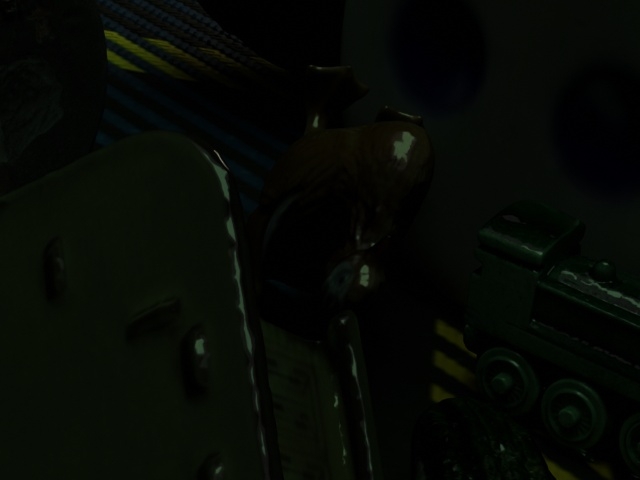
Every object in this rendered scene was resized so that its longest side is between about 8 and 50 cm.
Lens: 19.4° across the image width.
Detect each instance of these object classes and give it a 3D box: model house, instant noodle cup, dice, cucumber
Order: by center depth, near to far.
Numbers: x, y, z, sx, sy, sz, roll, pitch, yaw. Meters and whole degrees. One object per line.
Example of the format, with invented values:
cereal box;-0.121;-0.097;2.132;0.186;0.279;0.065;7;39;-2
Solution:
model house;-0.037;0.114;0.792;0.204;0.218;0.278;-21;-28;27
cucumber;0.079;0.140;0.817;0.077;0.077;0.265;9;23;-2
instant noodle cup;-0.268;-0.105;1.085;0.217;0.217;0.207;-13;26;-42
dice;0.203;-0.106;1.129;0.277;0.304;0.304;-14;33;-43

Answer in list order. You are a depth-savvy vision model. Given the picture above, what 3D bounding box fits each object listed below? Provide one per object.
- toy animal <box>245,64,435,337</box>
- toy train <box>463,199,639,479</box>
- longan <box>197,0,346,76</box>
toy animal;0.000;0.000;1.042;0.089;0.188;0.179;29;45;-19
toy train;0.152;0.057;0.986;0.170;0.111;0.071;24;32;30
longan;0.063;-0.295;1.406;0.391;0.391;0.391;8;24;-4
